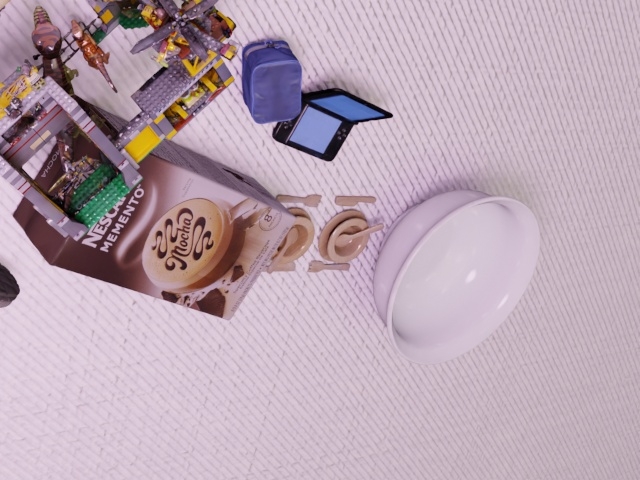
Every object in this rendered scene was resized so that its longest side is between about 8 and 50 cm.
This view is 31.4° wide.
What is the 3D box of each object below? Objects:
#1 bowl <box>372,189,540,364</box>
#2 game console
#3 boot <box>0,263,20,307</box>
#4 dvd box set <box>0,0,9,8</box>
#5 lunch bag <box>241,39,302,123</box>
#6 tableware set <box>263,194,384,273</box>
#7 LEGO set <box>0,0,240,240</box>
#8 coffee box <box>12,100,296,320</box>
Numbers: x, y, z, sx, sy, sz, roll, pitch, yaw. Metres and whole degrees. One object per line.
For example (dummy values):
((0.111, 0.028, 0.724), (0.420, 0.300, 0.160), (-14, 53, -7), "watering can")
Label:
((0.184, 0.034, 1.745), (0.298, 0.134, 0.298), (-23, 132, -27), "bowl")
((0.016, -0.152, 1.510), (0.122, 0.071, 0.107), (19, 106, -46), "game console")
((-0.478, 0.083, 1.275), (0.246, 0.083, 0.161), (8, 121, -37), "boot")
((-0.374, -0.224, 0.915), (0.420, 0.062, 0.307), (-53, 172, -30), "dvd box set")
((-0.063, -0.202, 1.411), (0.067, 0.065, 0.098), (-8, 127, -17), "lunch bag")
((0.000, 0.000, 1.633), (0.194, 0.039, 0.128), (0, 120, -40), "tableware set")
((-0.252, -0.176, 1.130), (0.331, 0.255, 0.192), (-37, 154, -2), "LEGO set")
((-0.196, -0.028, 1.386), (0.297, 0.119, 0.168), (22, 105, -47), "coffee box")
